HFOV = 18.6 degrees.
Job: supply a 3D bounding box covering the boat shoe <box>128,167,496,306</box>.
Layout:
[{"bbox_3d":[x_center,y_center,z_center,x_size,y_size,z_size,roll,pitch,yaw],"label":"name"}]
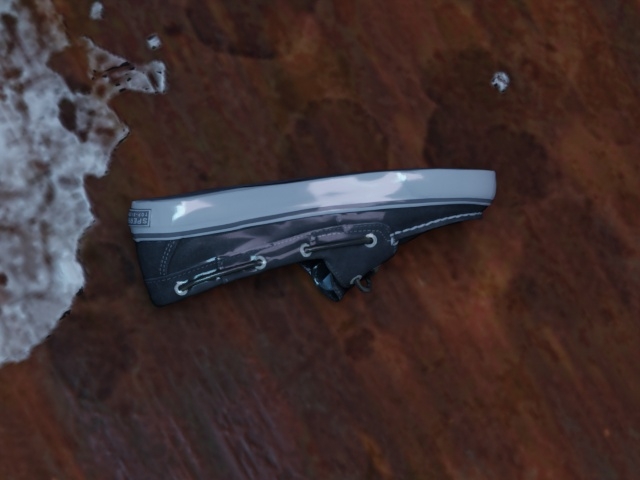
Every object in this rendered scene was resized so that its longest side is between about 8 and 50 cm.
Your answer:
[{"bbox_3d":[0.000,0.000,1.165,0.229,0.080,0.076,-7,94,-23],"label":"boat shoe"}]
